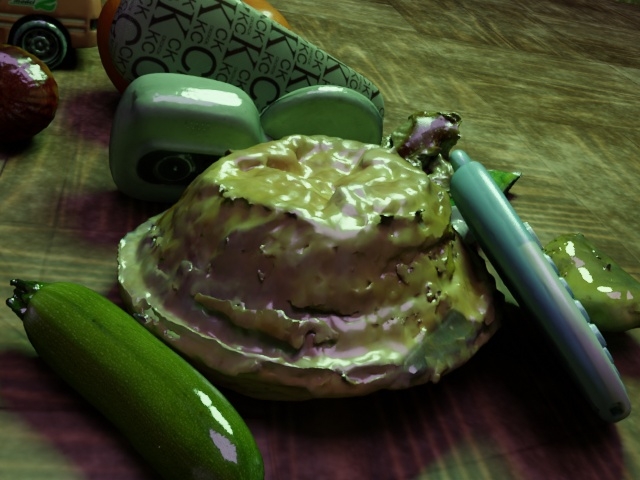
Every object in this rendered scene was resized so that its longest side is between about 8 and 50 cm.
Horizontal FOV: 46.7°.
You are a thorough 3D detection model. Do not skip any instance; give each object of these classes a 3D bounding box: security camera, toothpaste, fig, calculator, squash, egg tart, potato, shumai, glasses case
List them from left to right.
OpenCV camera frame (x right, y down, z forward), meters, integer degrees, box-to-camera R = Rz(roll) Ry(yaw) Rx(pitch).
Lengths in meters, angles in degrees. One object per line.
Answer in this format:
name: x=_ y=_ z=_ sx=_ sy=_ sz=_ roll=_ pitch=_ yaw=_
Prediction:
fig: x=-0.367 y=-0.156 z=0.851 sx=0.119 sy=0.153 sz=0.119 roll=9 pitch=70 yaw=-25
squash: x=-0.129 y=0.098 z=0.515 sx=0.258 sy=0.069 sz=0.069 roll=33 pitch=35 yaw=30
security camera: x=-0.070 y=-0.097 z=0.796 sx=0.302 sy=0.157 sz=0.080 roll=2 pitch=48 yaw=-21
glasses case: x=-0.069 y=-0.179 z=0.847 sx=0.355 sy=0.137 sz=0.085 roll=22 pitch=11 yaw=-37
egg tart: x=0.000 y=0.000 z=0.648 sx=0.352 sy=0.149 sz=0.352 roll=7 pitch=25 yaw=-3
shumai: x=0.112 y=-0.111 z=0.952 sx=0.123 sy=0.105 sz=0.139 roll=-13 pitch=10 yaw=-27
toothpaste: x=0.193 y=-0.050 z=0.923 sx=0.078 sy=0.046 sz=0.248 roll=6 pitch=24 yaw=23
calculator: x=0.185 y=0.029 z=0.668 sx=0.188 sy=0.042 sz=0.302 roll=48 pitch=12 yaw=-43
potato: x=0.277 y=0.049 z=0.758 sx=0.092 sy=0.070 sz=0.138 roll=7 pitch=31 yaw=-24

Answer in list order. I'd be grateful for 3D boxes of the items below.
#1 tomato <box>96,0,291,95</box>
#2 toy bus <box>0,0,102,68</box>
tomato: x=-0.162 y=-0.243 z=0.973 sx=0.260 sy=0.179 sz=0.259 roll=8 pitch=31 yaw=-5
toy bus: x=-0.525 y=-0.388 z=1.024 sx=0.427 sy=0.232 sz=0.203 roll=-1 pitch=32 yaw=-23
